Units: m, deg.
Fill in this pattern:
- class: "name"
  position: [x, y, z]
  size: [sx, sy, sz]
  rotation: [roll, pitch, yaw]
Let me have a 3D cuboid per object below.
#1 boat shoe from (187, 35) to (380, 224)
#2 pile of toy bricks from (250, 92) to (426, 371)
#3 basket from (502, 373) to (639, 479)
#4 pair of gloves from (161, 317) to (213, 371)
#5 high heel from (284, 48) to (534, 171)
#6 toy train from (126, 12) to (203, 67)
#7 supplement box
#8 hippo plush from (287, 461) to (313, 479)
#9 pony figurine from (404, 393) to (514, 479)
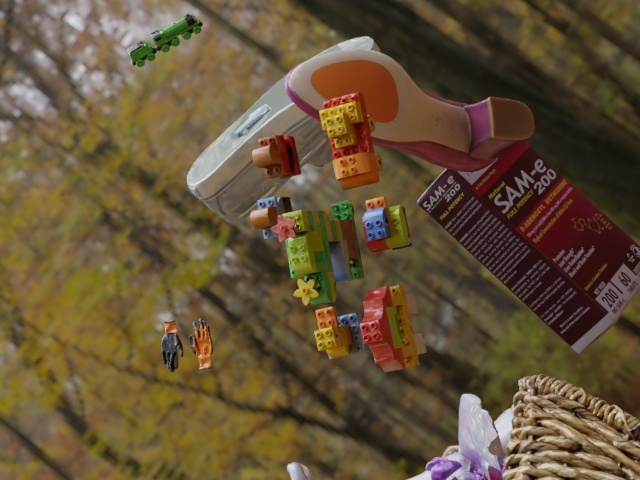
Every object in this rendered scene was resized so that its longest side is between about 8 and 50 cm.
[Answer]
- class: "boat shoe"
  position: [-0.023, -0.104, 1.540]
  size: [0.227, 0.081, 0.079]
  rotation: [-40, 28, 5]
- class: "pile of toy bricks"
  position: [0.000, 0.000, 1.191]
  size: [0.118, 0.212, 0.105]
  rotation: [-14, -5, 24]
- class: "basket"
  position: [0.274, 0.289, 1.410]
  size: [0.223, 0.214, 0.299]
  rotation: [-73, -22, -48]
- class: "pair of gloves"
  position: [-0.191, 0.149, 2.264]
  size: [0.010, 0.083, 0.074]
  rotation: [0, -94, -65]
- class: "high heel"
  position: [0.060, -0.106, 1.388]
  size: [0.244, 0.082, 0.117]
  rotation: [2, -14, -30]
- class: "toy train"
  position: [-0.158, -0.204, 1.609]
  size: [0.083, 0.017, 0.023]
  rotation: [-31, -50, -1]
- class: "supplement box"
  position: [0.235, -0.008, 1.713]
  size: [0.130, 0.239, 0.073]
  rotation: [-44, -6, -46]
- class: "hippo plush"
  position: [-0.021, 0.350, 1.508]
  size: [0.294, 0.234, 0.237]
  rotation: [-18, 6, 46]
- class: "pony figurine"
  position: [0.204, 0.350, 2.201]
  size: [0.363, 0.302, 0.351]
  rotation: [-34, 15, 0]
